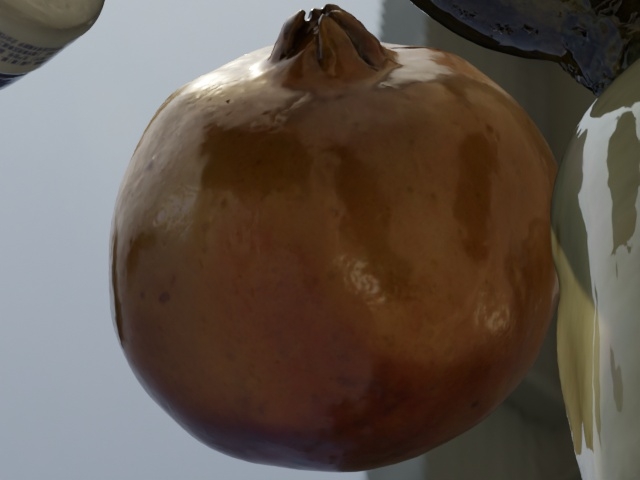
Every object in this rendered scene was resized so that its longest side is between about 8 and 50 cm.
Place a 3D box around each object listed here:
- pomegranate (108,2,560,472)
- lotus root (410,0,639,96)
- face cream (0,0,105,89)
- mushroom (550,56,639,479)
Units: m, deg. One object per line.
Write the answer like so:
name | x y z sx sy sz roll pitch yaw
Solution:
pomegranate | 0.002 0.006 0.882 0.209 0.209 0.209 21 -122 -38
lotus root | 0.057 -0.132 0.637 0.120 0.120 0.209 -10 -111 -47
face cream | -0.261 -0.225 1.508 0.206 0.111 0.206 36 -142 -34
mushroom | 0.151 0.056 0.522 0.246 0.202 0.246 33 -150 -22
